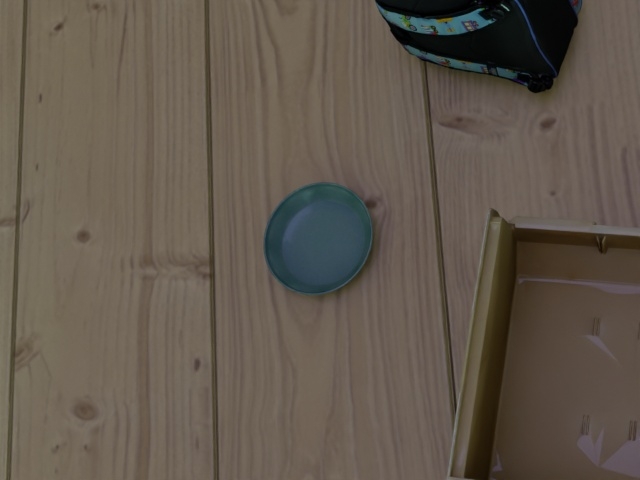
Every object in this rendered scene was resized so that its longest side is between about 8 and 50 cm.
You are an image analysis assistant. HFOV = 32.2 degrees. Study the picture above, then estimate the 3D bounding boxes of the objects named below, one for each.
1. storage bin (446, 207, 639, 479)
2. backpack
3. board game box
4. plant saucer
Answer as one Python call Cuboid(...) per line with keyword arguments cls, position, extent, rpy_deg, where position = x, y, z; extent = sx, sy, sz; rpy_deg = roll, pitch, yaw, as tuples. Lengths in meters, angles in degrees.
Cuboid(cls="storage bin", position=(0.263, 0.104, 0.922), extent=(0.262, 0.123, 0.260), rpy_deg=(4, 69, 20))
Cuboid(cls="backpack", position=(0.148, -0.233, 1.078), extent=(0.173, 0.158, 0.117), rpy_deg=(13, 71, 36))
Cuboid(cls="board game box", position=(0.212, 0.270, 0.964), extent=(0.126, 0.026, 0.186), rpy_deg=(28, 86, 26))
Cuboid(cls="plant saucer", position=(0.000, 0.000, 1.133), extent=(0.119, 0.021, 0.119), rpy_deg=(-6, 72, 19))
